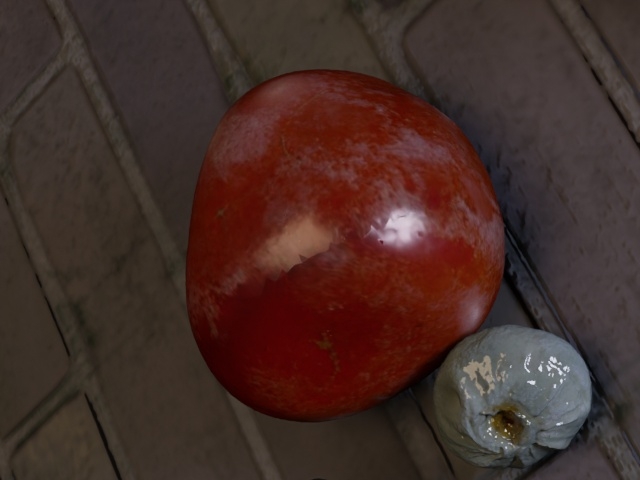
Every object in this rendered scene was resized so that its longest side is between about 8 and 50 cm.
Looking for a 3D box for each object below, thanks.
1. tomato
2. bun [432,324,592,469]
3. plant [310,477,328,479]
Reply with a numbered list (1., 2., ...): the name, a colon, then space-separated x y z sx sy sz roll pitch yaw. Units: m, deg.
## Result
1. tomato: 0.000 0.000 0.886 0.187 0.151 0.187 -9 78 45
2. bun: 0.094 0.080 0.841 0.083 0.083 0.045 -38 19 29
3. plant: 0.018 0.239 0.809 0.204 0.178 0.234 -40 54 27
